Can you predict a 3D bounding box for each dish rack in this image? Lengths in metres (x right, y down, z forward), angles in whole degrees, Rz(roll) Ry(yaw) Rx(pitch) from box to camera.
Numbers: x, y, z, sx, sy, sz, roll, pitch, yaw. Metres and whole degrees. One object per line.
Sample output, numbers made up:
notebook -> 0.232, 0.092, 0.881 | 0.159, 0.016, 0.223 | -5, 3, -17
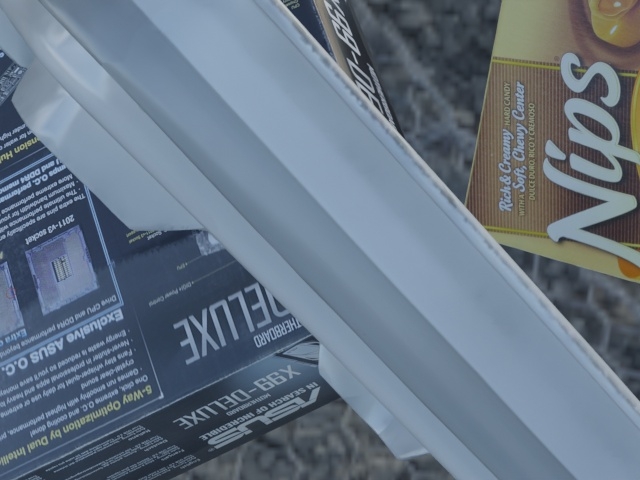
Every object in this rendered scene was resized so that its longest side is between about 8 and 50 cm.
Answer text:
dish rack -> 0.000, 0.000, 0.611 | 0.072, 0.333, 0.285 | -43, 25, 0

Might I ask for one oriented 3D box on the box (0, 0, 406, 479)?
box -> -0.112, -0.005, 0.888 | 0.307, 0.076, 0.242 | -27, 61, 12

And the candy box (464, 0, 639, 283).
candy box -> 0.220, -0.129, 1.388 | 0.183, 0.316, 0.087 | 16, 34, 13
